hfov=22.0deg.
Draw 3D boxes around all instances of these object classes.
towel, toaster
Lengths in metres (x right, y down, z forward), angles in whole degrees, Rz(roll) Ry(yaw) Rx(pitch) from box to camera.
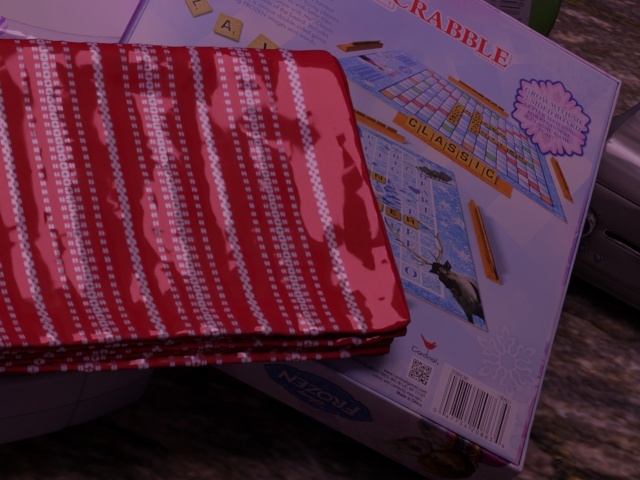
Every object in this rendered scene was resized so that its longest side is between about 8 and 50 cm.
[{"bbox_3d":[-0.091,-0.025,0.901,0.274,0.031,0.199,-1,65,-27],"label":"towel"},{"bbox_3d":[0.272,-0.027,1.242,0.146,0.129,0.227,35,34,16],"label":"toaster"}]

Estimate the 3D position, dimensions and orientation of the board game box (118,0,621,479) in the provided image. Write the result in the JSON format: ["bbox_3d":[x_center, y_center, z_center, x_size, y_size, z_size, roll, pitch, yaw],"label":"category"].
[{"bbox_3d":[0.014,-0.049,1.027,0.318,0.066,0.318,29,55,-11],"label":"board game box"}]

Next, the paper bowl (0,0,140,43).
[{"bbox_3d":[-0.209,-0.160,1.156,0.284,0.148,0.284,15,37,-11],"label":"paper bowl"}]

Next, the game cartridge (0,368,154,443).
[{"bbox_3d":[-0.246,0.040,0.914,0.294,0.060,0.196,-1,39,-39],"label":"game cartridge"}]

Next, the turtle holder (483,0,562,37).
[{"bbox_3d":[0.038,-0.225,1.353,0.320,0.243,0.227,-22,18,8],"label":"turtle holder"}]
